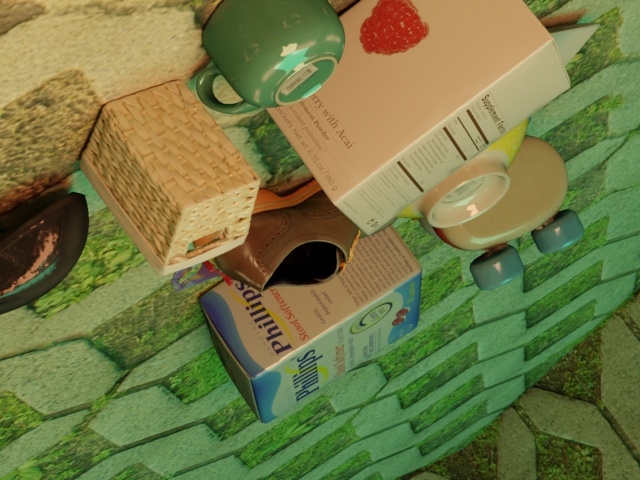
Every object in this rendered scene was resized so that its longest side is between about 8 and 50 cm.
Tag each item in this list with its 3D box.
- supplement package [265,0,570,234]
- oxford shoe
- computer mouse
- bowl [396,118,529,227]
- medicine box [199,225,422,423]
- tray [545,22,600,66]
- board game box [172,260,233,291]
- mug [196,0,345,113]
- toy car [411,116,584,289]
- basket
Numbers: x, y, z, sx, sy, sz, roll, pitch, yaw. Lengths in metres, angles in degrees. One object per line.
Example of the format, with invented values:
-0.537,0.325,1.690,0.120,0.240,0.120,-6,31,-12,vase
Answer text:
0.103,-0.174,1.813,0.293,0.177,0.175,-37,162,5,supplement package
0.000,0.000,2.119,0.363,0.133,0.130,-17,143,-46,oxford shoe
-0.342,0.052,1.704,0.272,0.072,0.188,-37,-178,-6,computer mouse
0.151,-0.111,2.027,0.289,0.156,0.289,-22,155,-11,bowl
-0.010,0.105,2.365,0.289,0.149,0.263,-33,162,-9,medicine box
0.248,-0.232,2.163,0.270,0.030,0.145,-17,154,-43,tray
-0.116,0.028,2.168,0.168,0.033,0.133,-21,157,-38,board game box
-0.044,-0.188,1.645,0.129,0.097,0.158,-24,159,-30,mug
0.223,-0.066,2.359,0.210,0.219,0.238,-30,-170,-18,toy car
-0.152,-0.068,1.657,0.113,0.167,0.103,-23,152,-33,basket
